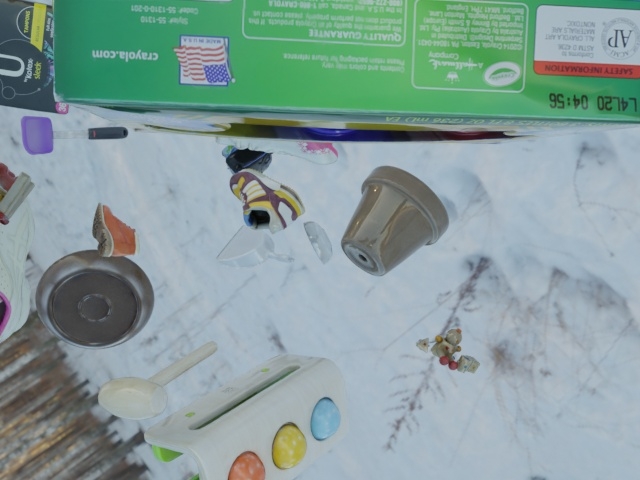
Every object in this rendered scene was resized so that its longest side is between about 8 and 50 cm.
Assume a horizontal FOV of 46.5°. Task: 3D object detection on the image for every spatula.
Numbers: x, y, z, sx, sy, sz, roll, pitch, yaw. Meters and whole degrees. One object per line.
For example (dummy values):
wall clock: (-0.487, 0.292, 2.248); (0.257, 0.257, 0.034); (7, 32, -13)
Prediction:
spatula: (-0.556, -0.242, 1.703); (0.030, 0.296, 0.084); (6, 101, 37)

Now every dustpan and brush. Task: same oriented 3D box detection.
dustpan and brush: (-0.157, 0.029, 1.976); (0.211, 0.147, 0.060); (4, 136, 41)

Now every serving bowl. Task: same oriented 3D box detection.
serving bowl: (0.000, 0.000, 1.309); (0.083, 0.027, 0.083); (63, -175, -9)

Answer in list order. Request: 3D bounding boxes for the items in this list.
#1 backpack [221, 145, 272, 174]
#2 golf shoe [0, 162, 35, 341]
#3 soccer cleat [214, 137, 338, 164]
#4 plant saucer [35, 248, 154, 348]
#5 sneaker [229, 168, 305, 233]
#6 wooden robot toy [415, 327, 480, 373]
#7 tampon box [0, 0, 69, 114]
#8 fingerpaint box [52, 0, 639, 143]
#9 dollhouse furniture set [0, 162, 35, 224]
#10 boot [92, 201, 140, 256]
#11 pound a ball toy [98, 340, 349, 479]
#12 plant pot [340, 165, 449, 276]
backpack: (-0.159, -0.183, 1.640); (0.084, 0.105, 0.114); (51, 172, 11)
golf shoe: (-0.522, 0.028, 1.183); (0.140, 0.115, 0.306); (-116, 26, -71)
soccer cleat: (-0.125, -0.223, 1.491); (0.331, 0.143, 0.116); (34, 175, -12)
plant saucer: (-0.605, 0.173, 2.002); (0.050, 0.310, 0.311); (-115, 4, -61)
sneaker: (-0.113, -0.066, 1.266); (0.185, 0.084, 0.069); (21, 144, 45)
wooden robot toy: (0.288, 0.230, 1.600); (0.173, 0.079, 0.076); (28, -168, -22)
tampon box: (-0.369, -0.219, 0.863); (0.101, 0.161, 0.120); (-144, 61, -69)
fingerpaint box: (0.022, -0.175, 0.689); (0.371, 0.444, 0.163); (-140, 51, -82)
dollhouse furniture set: (-0.603, -0.123, 1.054); (0.374, 0.152, 0.201); (36, 167, -9)
boot: (-0.425, -0.020, 1.544); (0.158, 0.084, 0.059); (58, 133, 42)
pound a ball toy: (-0.095, 0.222, 0.923); (0.135, 0.319, 0.208); (2, 104, 36)
plant pot: (0.178, -0.031, 2.006); (0.263, 0.229, 0.263); (34, 160, 15)
